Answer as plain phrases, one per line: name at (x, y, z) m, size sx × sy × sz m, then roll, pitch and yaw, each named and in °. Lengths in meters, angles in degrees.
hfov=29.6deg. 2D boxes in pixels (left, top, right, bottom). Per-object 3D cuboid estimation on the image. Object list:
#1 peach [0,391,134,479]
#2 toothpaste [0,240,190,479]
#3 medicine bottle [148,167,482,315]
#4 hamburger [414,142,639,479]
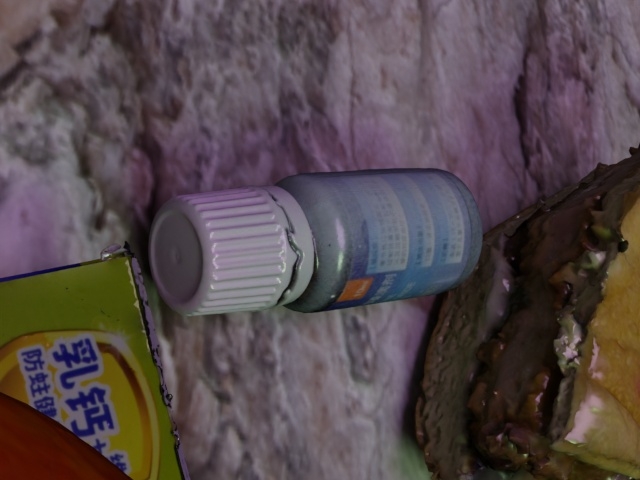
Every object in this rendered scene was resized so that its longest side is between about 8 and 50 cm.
peach at (-0.174, 0.221, 0.330) m, size 0.388 × 0.388 × 0.388 m, roll 12°, pitch 70°, yaw -36°
toothpaste at (-0.112, 0.173, 0.576) m, size 0.110 × 0.077 × 0.327 m, roll -13°, pitch 86°, yaw -38°
medicine bottle at (0.000, 0.000, 0.710) m, size 0.203 × 0.083 × 0.083 m, roll -4°, pitch 80°, yaw -39°
hamburger at (0.177, 0.056, 0.791) m, size 0.282 × 0.155 × 0.245 m, roll -13°, pitch 89°, yaw -44°
